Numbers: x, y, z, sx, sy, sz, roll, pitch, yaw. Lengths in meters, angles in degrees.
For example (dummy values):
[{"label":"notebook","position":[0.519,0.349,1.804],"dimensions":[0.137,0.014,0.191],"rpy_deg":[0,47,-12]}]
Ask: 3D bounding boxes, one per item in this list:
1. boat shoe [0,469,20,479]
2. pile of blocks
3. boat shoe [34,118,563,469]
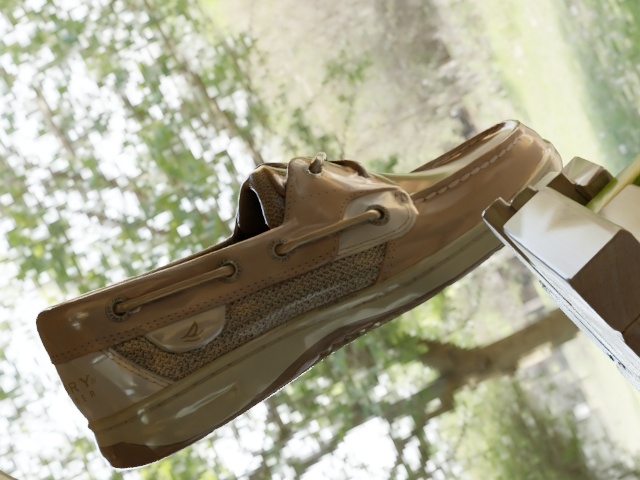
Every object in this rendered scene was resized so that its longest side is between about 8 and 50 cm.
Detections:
[{"label":"boat shoe","position":[-0.070,0.128,0.364],"dimensions":[0.302,0.109,0.098],"rpy_deg":[31,-168,-24]},{"label":"pile of blocks","position":[0.158,0.011,0.503],"dimensions":[0.149,0.112,0.362],"rpy_deg":[47,-176,14]},{"label":"boat shoe","position":[0.000,0.000,0.759],"dimensions":[0.110,0.341,0.121],"rpy_deg":[61,154,-6]}]
